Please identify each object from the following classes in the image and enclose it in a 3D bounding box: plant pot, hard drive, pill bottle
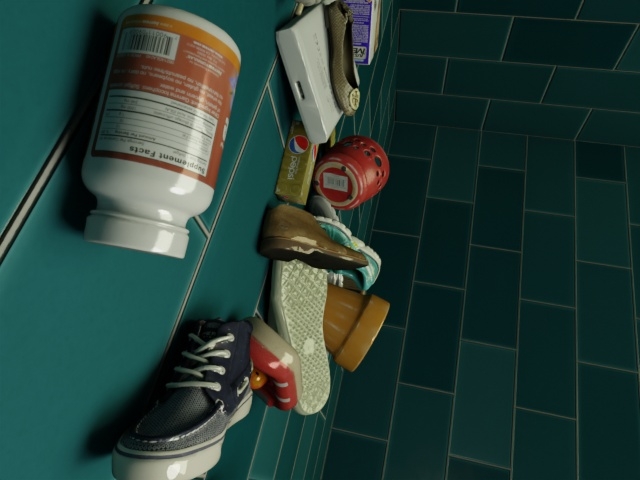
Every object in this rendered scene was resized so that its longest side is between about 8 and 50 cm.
[{"bbox_3d":[0.080,-0.187,1.390,0.174,0.191,0.191,-45,145,-48],"label":"plant pot"},{"bbox_3d":[0.008,-0.398,1.087,0.353,0.047,0.233,-66,144,-50],"label":"hard drive"},{"bbox_3d":[-0.155,-0.096,0.466,0.121,0.121,0.216,38,62,-77],"label":"pill bottle"},{"bbox_3d":[0.049,0.206,1.264,0.205,0.188,0.205,-60,176,-8],"label":"plant pot"}]

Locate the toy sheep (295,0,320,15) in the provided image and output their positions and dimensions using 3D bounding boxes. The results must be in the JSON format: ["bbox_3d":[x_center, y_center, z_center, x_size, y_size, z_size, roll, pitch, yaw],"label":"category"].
[{"bbox_3d":[-0.025,-0.478,0.884,0.091,0.091,0.132,-27,134,-76],"label":"toy sheep"}]

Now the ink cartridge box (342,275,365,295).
[{"bbox_3d":[0.041,0.201,1.497,0.234,0.193,0.088,86,17,-48],"label":"ink cartridge box"}]

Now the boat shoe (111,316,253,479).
[{"bbox_3d":[-0.172,0.191,0.663,0.340,0.127,0.158,49,44,-86],"label":"boat shoe"}]

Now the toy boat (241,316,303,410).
[{"bbox_3d":[-0.129,0.256,0.914,0.151,0.151,0.231,-38,145,-30],"label":"toy boat"}]

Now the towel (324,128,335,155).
[{"bbox_3d":[0.024,-0.366,1.424,0.237,0.021,0.102,86,13,-47],"label":"towel"}]

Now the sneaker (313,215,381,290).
[{"bbox_3d":[0.042,0.029,1.246,0.107,0.275,0.110,-29,-149,55],"label":"sneaker"}]

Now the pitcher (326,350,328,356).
[{"bbox_3d":[-0.044,0.339,1.315,0.178,0.126,0.207,156,-47,-72],"label":"pitcher"}]

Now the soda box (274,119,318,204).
[{"bbox_3d":[-0.049,-0.175,1.087,0.058,0.061,0.181,58,42,-72],"label":"soda box"}]

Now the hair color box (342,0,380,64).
[{"bbox_3d":[0.116,-0.706,1.391,0.185,0.110,0.338,-70,166,-49],"label":"hair color box"}]

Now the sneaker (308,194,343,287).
[{"bbox_3d":[-0.008,0.013,1.343,0.105,0.115,0.281,166,-83,-67],"label":"sneaker"}]

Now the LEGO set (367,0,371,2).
[{"bbox_3d":[0.013,-0.581,0.901,0.107,0.132,0.287,-53,129,-56],"label":"LEGO set"}]

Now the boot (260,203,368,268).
[{"bbox_3d":[0.000,0.000,1.083,0.305,0.112,0.115,19,62,-42],"label":"boot"}]

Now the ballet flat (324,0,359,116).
[{"bbox_3d":[0.057,-0.403,1.068,0.084,0.058,0.249,-14,97,-67],"label":"ballet flat"}]

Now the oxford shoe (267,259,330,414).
[{"bbox_3d":[-0.069,0.181,1.146,0.169,0.130,0.449,-3,90,-45],"label":"oxford shoe"}]
